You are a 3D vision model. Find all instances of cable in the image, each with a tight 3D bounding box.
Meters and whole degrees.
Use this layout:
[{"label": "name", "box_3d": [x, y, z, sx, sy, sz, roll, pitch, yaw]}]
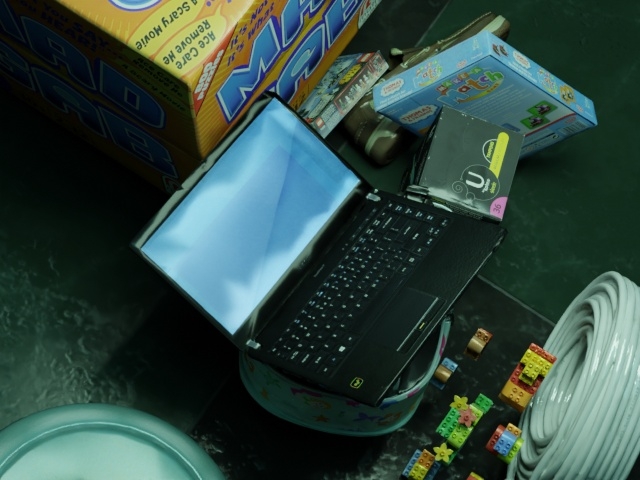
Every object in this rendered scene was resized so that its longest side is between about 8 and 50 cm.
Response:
[{"label": "cable", "box_3d": [0.286, 0.163, 1.712, 0.089, 0.257, 0.257, 23, 47, -5]}]

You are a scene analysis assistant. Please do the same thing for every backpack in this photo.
[{"label": "backpack", "box_3d": [0.025, 0.080, 1.725, 0.225, 0.191, 0.253, 13, 54, -3]}]

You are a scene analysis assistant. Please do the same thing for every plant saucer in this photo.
[{"label": "plant saucer", "box_3d": [-0.224, 0.304, 1.633, 0.318, 0.043, 0.317, 6, 62, -12]}]

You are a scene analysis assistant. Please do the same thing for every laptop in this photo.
[{"label": "laptop", "box_3d": [0.000, 0.000, 1.583, 0.264, 0.136, 0.234, 19, 60, 39]}]

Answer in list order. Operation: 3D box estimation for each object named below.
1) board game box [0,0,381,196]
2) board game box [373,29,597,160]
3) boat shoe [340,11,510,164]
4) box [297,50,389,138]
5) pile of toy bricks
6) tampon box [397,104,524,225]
[{"label": "board game box", "box_3d": [-0.165, -0.306, 1.720, 0.357, 0.356, 0.356, 32, 73, 12]}, {"label": "board game box", "box_3d": [0.188, -0.152, 1.850, 0.211, 0.160, 0.039, 25, 51, -44]}, {"label": "boat shoe", "box_3d": [0.122, -0.204, 1.954, 0.095, 0.095, 0.257, 40, 61, 14]}, {"label": "box", "box_3d": [0.006, -0.167, 1.905, 0.137, 0.094, 0.027, -49, 118, -28]}, {"label": "pile of toy bricks", "box_3d": [0.154, 0.191, 1.703, 0.118, 0.105, 0.212, 32, 93, 9]}, {"label": "tampon box", "box_3d": [0.148, -0.051, 1.841, 0.101, 0.161, 0.120, 20, 61, -4]}]
